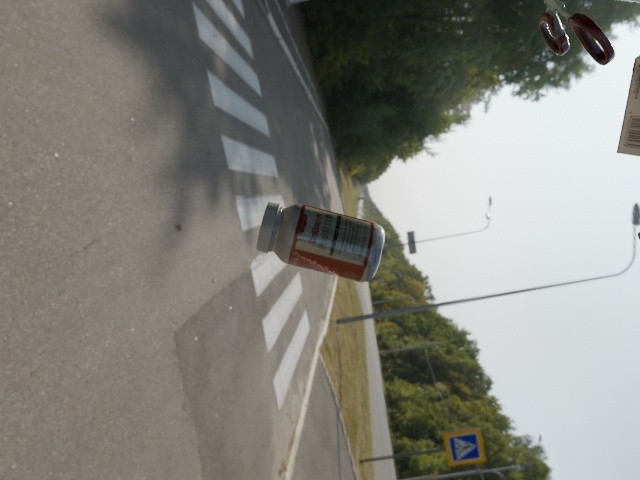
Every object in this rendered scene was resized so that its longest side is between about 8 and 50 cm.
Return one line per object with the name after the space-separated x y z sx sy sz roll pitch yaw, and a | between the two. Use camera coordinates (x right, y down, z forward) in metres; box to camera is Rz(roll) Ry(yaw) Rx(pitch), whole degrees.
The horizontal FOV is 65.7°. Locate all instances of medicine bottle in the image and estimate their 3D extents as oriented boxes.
0.000 0.000 1.036 0.131 0.250 0.131 -165 -90 -87 | medicine bottle

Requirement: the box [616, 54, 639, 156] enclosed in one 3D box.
0.892 -0.339 1.254 0.194 0.111 0.260 22 -50 39 | box

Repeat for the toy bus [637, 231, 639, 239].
0.687 0.028 0.919 0.301 0.139 0.113 16 63 -47 | toy bus

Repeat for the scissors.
0.305 -0.343 0.671 0.247 0.017 0.144 43 12 -27 | scissors

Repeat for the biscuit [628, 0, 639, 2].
0.451 -0.359 0.570 0.254 0.172 0.029 -24 -104 62 | biscuit
